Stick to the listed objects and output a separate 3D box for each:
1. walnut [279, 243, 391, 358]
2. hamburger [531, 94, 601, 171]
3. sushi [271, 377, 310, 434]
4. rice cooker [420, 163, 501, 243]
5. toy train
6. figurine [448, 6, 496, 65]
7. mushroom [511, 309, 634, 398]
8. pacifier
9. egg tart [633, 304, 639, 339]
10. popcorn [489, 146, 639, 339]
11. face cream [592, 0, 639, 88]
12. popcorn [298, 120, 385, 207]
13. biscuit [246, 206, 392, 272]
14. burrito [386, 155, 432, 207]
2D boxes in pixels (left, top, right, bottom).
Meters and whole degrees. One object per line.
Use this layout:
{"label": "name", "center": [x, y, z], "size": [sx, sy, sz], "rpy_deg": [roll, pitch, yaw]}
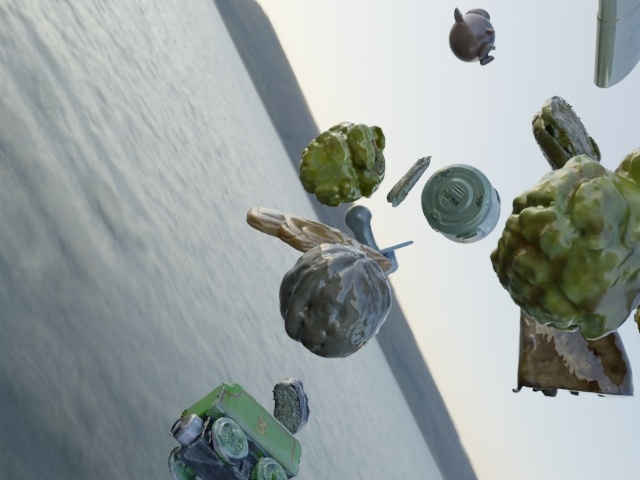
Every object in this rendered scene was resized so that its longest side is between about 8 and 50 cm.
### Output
{"label": "walnut", "center": [0.021, 0.113, 1.210], "size": [0.224, 0.224, 0.224], "rpy_deg": [-26, 90, -89]}
{"label": "hamburger", "center": [0.753, -0.301, 2.009], "size": [0.285, 0.134, 0.265], "rpy_deg": [56, 40, 1]}
{"label": "sushi", "center": [-0.082, 0.463, 1.808], "size": [0.078, 0.090, 0.151], "rpy_deg": [0, 82, -73]}
{"label": "rice cooker", "center": [0.418, -0.101, 1.924], "size": [0.226, 0.226, 0.244], "rpy_deg": [65, 16, 17]}
{"label": "toy train", "center": [-0.185, 0.467, 1.434], "size": [0.307, 0.173, 0.249], "rpy_deg": [47, 19, -13]}
{"label": "figurine", "center": [0.376, -0.502, 1.596], "size": [0.138, 0.125, 0.125], "rpy_deg": [62, 0, 17]}
{"label": "mushroom", "center": [0.717, 0.246, 1.847], "size": [0.224, 0.313, 0.398], "rpy_deg": [34, 58, -63]}
{"label": "pacifier", "center": [0.121, 0.007, 1.878], "size": [0.287, 0.238, 0.226], "rpy_deg": [-28, -104, 58]}
{"label": "egg tart", "center": [0.958, 0.217, 1.701], "size": [0.345, 0.345, 0.132], "rpy_deg": [65, -27, 18]}
{"label": "popcorn", "center": [0.444, -0.001, 1.098], "size": [0.274, 0.279, 0.336], "rpy_deg": [-111, -160, -59]}
{"label": "face cream", "center": [0.566, -0.430, 1.196], "size": [0.081, 0.174, 0.348], "rpy_deg": [33, -1, 25]}
{"label": "popcorn", "center": [0.076, -0.217, 1.816], "size": [0.250, 0.241, 0.235], "rpy_deg": [-19, 100, -72]}
{"label": "biscuit", "center": [0.002, -0.004, 1.557], "size": [0.375, 0.051, 0.269], "rpy_deg": [20, 11, -9]}
{"label": "burrito", "center": [0.257, -0.174, 1.864], "size": [0.045, 0.188, 0.058], "rpy_deg": [40, -2, -34]}
